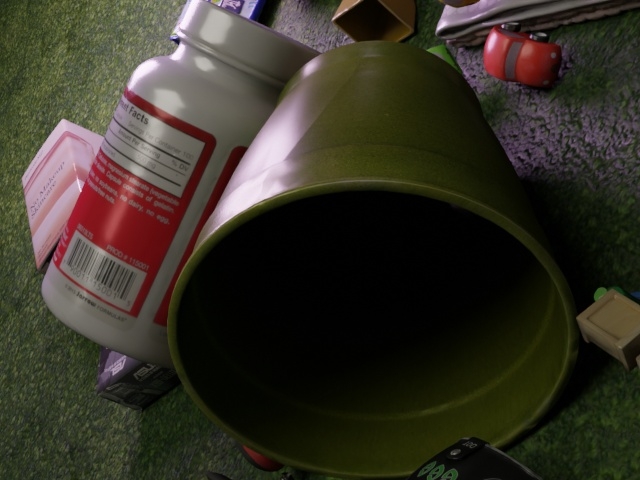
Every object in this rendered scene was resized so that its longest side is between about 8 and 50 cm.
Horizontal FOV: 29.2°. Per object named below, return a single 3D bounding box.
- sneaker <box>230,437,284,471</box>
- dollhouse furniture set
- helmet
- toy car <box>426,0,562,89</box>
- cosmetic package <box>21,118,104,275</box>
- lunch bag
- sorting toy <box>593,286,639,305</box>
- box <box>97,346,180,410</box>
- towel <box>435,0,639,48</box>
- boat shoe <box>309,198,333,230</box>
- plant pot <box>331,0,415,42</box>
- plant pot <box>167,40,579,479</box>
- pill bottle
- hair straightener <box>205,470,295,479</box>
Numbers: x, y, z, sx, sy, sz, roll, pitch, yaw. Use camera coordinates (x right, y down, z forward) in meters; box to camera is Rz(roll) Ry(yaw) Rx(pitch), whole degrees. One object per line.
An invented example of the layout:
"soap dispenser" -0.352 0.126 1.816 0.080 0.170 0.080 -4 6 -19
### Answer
"sneaker" -0.029 0.131 1.439 0.135 0.097 0.276 -31 39 29
"dollhouse furniture set" 0.331 0.087 0.966 0.161 0.101 0.182 -36 36 -11
"helmet" 0.129 0.272 1.063 0.161 0.169 0.169 -52 29 -16
"toy car" 0.150 -0.220 1.426 0.239 0.053 0.225 61 139 22
"cosmetic package" -0.404 -0.059 2.079 0.153 0.129 0.296 -53 33 17
"lunch bag" -0.154 -0.364 1.993 0.151 0.096 0.129 5 68 41
"sorting toy" 0.331 -0.072 1.048 0.127 0.126 0.366 24 87 58
"box" -0.193 0.066 1.734 0.307 0.076 0.242 -35 41 35
"towel" 0.287 -0.388 1.414 0.332 0.053 0.317 -4 64 53
"boat shoe" 0.000 0.000 1.457 0.084 0.079 0.233 -36 22 49
"plant pot" 0.078 -0.311 1.633 0.081 0.081 0.083 -27 34 43
"plant pot" 0.053 -0.015 1.233 0.366 0.366 0.353 -41 27 30
"pill bottle" -0.156 -0.072 1.475 0.408 0.229 0.229 -64 31 9
"hair straightener" -0.054 0.299 1.374 0.230 0.047 0.089 14 77 50
